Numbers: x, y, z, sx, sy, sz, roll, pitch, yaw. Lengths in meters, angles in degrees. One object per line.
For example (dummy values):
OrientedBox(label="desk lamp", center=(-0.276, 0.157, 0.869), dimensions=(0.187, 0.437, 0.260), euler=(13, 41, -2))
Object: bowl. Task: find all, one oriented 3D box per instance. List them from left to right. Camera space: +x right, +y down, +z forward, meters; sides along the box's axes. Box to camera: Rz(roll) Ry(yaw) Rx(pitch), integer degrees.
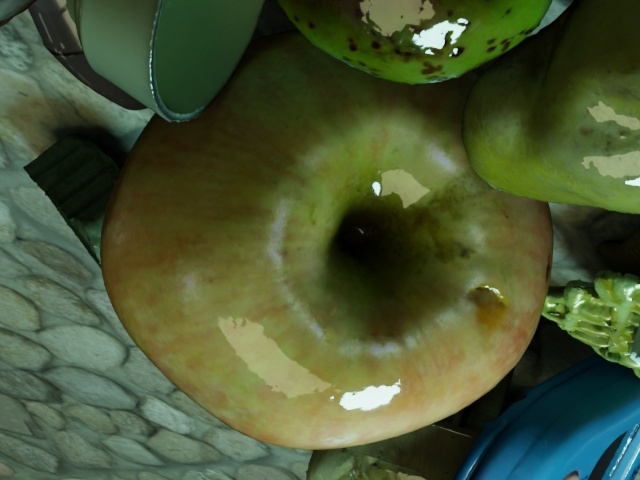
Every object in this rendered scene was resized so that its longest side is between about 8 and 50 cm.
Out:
OrientedBox(label="bowl", center=(-0.127, -0.207, 1.570), dimensions=(0.112, 0.211, 0.211), euler=(19, 153, 18))

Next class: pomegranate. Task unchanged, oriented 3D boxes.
OrientedBox(label="pomegranate", center=(0.060, -0.217, 1.522), dimensions=(0.231, 0.231, 0.286), euler=(22, 163, -4))

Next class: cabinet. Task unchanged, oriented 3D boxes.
OrientedBox(label="cabinet", center=(0.098, 0.141, 2.165), dimensions=(0.215, 0.175, 0.148), euler=(16, 152, 8))

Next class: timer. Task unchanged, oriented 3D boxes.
OrientedBox(label="timer", center=(0.231, 0.281, 2.116), dimensions=(0.115, 0.309, 0.340), euler=(37, 122, 24))

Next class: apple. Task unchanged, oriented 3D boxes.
OrientedBox(label="apple", center=(0.000, 0.000, 1.767), dimensions=(0.391, 0.391, 0.346), euler=(27, 170, -13))

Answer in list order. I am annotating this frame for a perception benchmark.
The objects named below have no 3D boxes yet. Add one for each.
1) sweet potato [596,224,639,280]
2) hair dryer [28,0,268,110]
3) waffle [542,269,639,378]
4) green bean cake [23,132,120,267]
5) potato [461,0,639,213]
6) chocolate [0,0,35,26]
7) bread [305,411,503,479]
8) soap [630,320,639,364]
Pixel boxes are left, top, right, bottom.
OrientedBox(label="sweet potato", center=(0.354, 0.000, 1.878), dimensions=(0.069, 0.059, 0.249), euler=(17, 157, -42))
OrientedBox(label="hair dryer", center=(-0.117, -0.262, 1.697), dimensions=(0.361, 0.121, 0.301), euler=(-9, 133, 28))
OrientedBox(label="waffle", center=(0.382, 0.087, 1.926), dimensions=(0.317, 0.073, 0.297), euler=(19, 159, -41))
OrientedBox(label="green bean cake", center=(-0.218, -0.013, 2.110), dimensions=(0.183, 0.094, 0.185), euler=(46, 176, 48))
OrientedBox(label="potato", center=(0.260, -0.125, 1.521), dimensions=(0.351, 0.218, 0.202), euler=(-23, 106, 39))
OrientedBox(label="chocolate", center=(-0.265, -0.337, 1.369), dimensions=(0.383, 0.384, 0.331), euler=(34, 142, -26))
OrientedBox(label="bread", center=(0.118, 0.254, 2.360), dimensions=(0.314, 0.171, 0.192), euler=(3, 144, 26))
OrientedBox(label="soap", center=(0.364, 0.005, 1.660), dimensions=(0.094, 0.261, 0.150), euler=(37, 147, -23))
